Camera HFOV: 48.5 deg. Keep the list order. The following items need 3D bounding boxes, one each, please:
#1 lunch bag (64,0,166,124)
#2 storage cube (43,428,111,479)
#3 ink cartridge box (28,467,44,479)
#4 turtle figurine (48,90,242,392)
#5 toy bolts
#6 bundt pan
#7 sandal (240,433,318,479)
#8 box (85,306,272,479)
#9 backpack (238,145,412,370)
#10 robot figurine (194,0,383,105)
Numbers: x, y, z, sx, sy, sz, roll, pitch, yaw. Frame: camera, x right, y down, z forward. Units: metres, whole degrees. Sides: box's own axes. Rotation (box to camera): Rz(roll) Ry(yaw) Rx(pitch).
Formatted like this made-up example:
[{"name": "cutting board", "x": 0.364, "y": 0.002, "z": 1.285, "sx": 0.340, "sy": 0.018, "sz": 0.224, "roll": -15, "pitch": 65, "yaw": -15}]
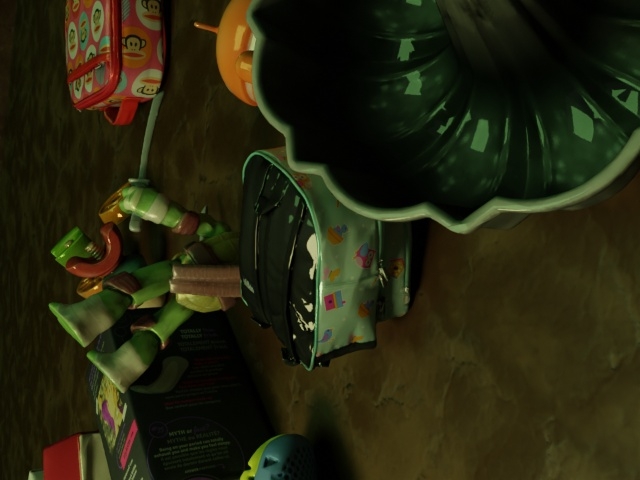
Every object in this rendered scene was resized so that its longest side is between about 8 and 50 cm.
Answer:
[{"name": "lunch bag", "x": -0.365, "y": -0.333, "z": 1.257, "sx": 0.293, "sy": 0.120, "sz": 0.258, "roll": 2, "pitch": 95, "yaw": 57}, {"name": "storage cube", "x": -0.289, "y": 0.373, "z": 1.049, "sx": 0.193, "sy": 0.184, "sz": 0.214, "roll": -31, "pitch": 64, "yaw": 51}, {"name": "ink cartridge box", "x": -0.425, "y": 0.636, "z": 1.256, "sx": 0.285, "sy": 0.166, "sz": 0.394, "roll": 33, "pitch": 115, "yaw": 51}, {"name": "turtle figurine", "x": -0.191, "y": 0.027, "z": 0.855, "sx": 0.275, "sy": 0.266, "sz": 0.197, "roll": 44, "pitch": 157, "yaw": 11}, {"name": "toy bolts", "x": -0.324, "y": 0.029, "z": 1.205, "sx": 0.218, "sy": 0.158, "sz": 0.228, "roll": -46, "pitch": 25, "yaw": -8}, {"name": "bundt pan", "x": 0.118, "y": -0.155, "z": 0.458, "sx": 0.331, "sy": 0.124, "sz": 0.330, "roll": -9, "pitch": 74, "yaw": 33}, {"name": "sandal", "x": 0.001, "y": 0.348, "z": 0.701, "sx": 0.138, "sy": 0.126, "sz": 0.317, "roll": -21, "pitch": 65, "yaw": 24}, {"name": "box", "x": -0.185, "y": 0.229, "z": 0.914, "sx": 0.270, "sy": 0.165, "sz": 0.143, "roll": 61, "pitch": 138, "yaw": 38}, {"name": "backpack", "x": 0.000, "y": 0.000, "z": 0.659, "sx": 0.166, "sy": 0.145, "sz": 0.188, "roll": 44, "pitch": 148, "yaw": 50}, {"name": "robot figurine", "x": 0.000, "y": -0.165, "z": 0.650, "sx": 0.158, "sy": 0.220, "sz": 0.128, "roll": -60, "pitch": -17, "yaw": -21}]
